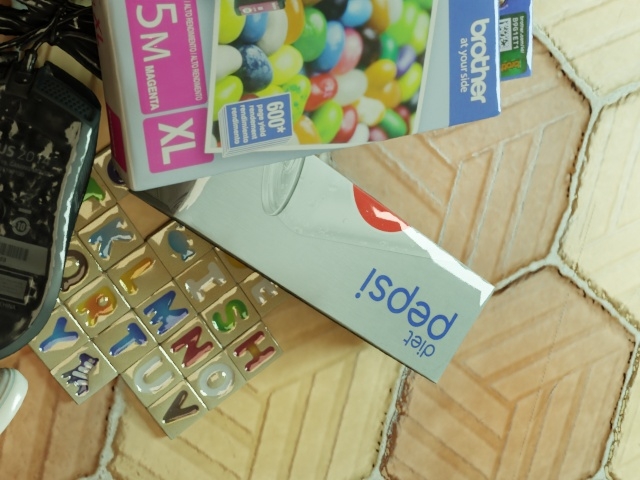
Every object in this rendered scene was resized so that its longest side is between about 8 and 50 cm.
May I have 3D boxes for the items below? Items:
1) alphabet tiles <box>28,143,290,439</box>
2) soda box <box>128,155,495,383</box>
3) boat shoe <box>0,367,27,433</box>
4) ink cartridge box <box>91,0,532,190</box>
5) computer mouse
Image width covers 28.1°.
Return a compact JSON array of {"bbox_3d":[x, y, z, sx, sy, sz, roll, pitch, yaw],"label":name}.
[{"bbox_3d":[-0.132,0.041,1.000,0.198,0.009,0.237,-37,119,-10],"label":"alphabet tiles"},{"bbox_3d":[0.000,0.000,0.993,0.286,0.091,0.098,35,86,-32],"label":"soda box"},{"bbox_3d":[-0.301,0.145,0.931,0.184,0.066,0.063,-35,120,0],"label":"boat shoe"},{"bbox_3d":[0.011,-0.153,0.823,0.311,0.065,0.186,-14,119,-18],"label":"ink cartridge box"},{"bbox_3d":[-0.212,-0.046,0.892,0.188,0.072,0.272,20,93,-9],"label":"computer mouse"}]
